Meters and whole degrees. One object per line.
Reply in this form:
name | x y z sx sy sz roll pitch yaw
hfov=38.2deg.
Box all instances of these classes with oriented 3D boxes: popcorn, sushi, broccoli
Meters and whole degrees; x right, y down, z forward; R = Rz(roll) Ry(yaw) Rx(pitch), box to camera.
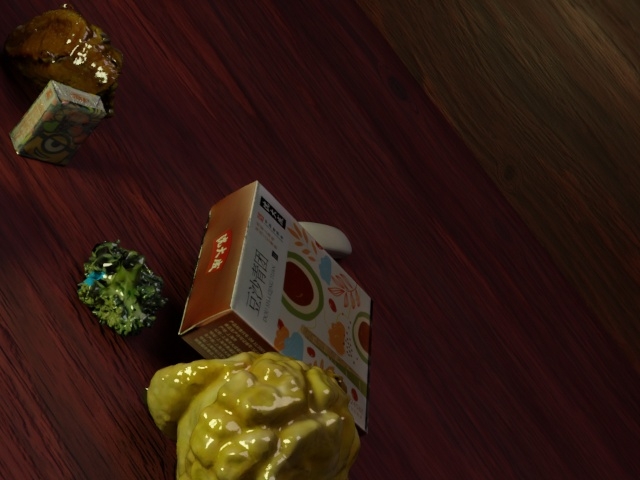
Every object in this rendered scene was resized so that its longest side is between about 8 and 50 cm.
popcorn | -0.120 0.322 1.428 0.382 0.349 0.349 19 15 29
sushi | -0.479 -0.341 1.775 0.179 0.296 0.166 37 63 -54
broccoli | -0.328 0.070 1.549 0.154 0.160 0.167 14 49 -7

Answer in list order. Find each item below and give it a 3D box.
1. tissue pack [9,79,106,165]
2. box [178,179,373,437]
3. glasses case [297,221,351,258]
tissue pack | -0.475 -0.211 1.676 0.109 0.148 0.060 12 42 -48
box | -0.061 0.141 1.709 0.385 0.122 0.344 47 30 -29
glasses case | 0.000 0.000 2.193 0.204 0.051 0.081 11 48 -49
